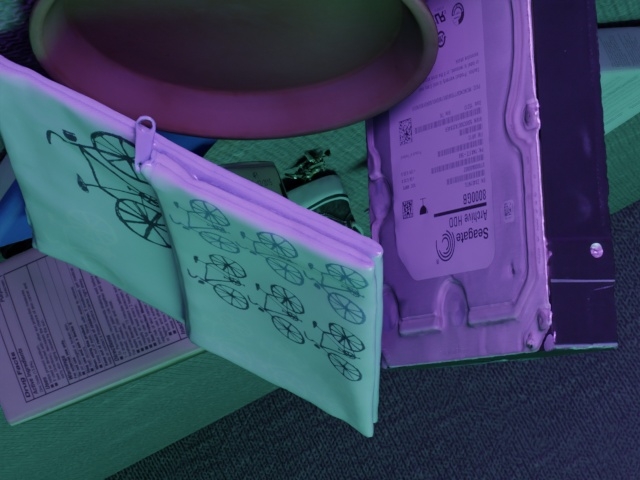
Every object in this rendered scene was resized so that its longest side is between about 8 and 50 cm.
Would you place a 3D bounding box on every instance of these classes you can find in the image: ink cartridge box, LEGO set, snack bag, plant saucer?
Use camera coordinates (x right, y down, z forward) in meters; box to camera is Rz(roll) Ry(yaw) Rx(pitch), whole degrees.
[{"bbox_3d":[0.247,-0.146,2.081,0.324,0.071,0.330,-34,163,38],"label":"ink cartridge box"},{"bbox_3d":[-0.007,-0.077,1.930,0.054,0.023,0.083,-30,168,17],"label":"LEGO set"},{"bbox_3d":[-0.104,0.008,1.311,0.037,0.343,0.323,-57,166,-21],"label":"snack bag"},{"bbox_3d":[-0.058,-0.145,1.205,0.278,0.041,0.278,1,158,0],"label":"plant saucer"}]

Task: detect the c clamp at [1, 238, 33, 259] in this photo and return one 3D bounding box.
[{"bbox_3d":[-0.226,-0.019,1.711,0.161,0.022,0.137,-31,168,20],"label":"c clamp"}]

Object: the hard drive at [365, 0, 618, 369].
[{"bbox_3d":[0.109,-0.081,1.260,0.064,0.339,0.237,-1,174,-27],"label":"hard drive"}]

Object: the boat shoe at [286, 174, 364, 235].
[{"bbox_3d":[0.000,0.000,2.095,0.108,0.102,0.301,-26,169,2],"label":"boat shoe"}]

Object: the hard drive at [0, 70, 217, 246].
[{"bbox_3d":[-0.155,-0.096,1.473,0.210,0.040,0.319,-19,166,-34],"label":"hard drive"}]

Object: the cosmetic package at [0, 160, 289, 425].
[{"bbox_3d":[-0.165,0.048,1.637,0.296,0.153,0.129,-21,176,22],"label":"cosmetic package"}]
